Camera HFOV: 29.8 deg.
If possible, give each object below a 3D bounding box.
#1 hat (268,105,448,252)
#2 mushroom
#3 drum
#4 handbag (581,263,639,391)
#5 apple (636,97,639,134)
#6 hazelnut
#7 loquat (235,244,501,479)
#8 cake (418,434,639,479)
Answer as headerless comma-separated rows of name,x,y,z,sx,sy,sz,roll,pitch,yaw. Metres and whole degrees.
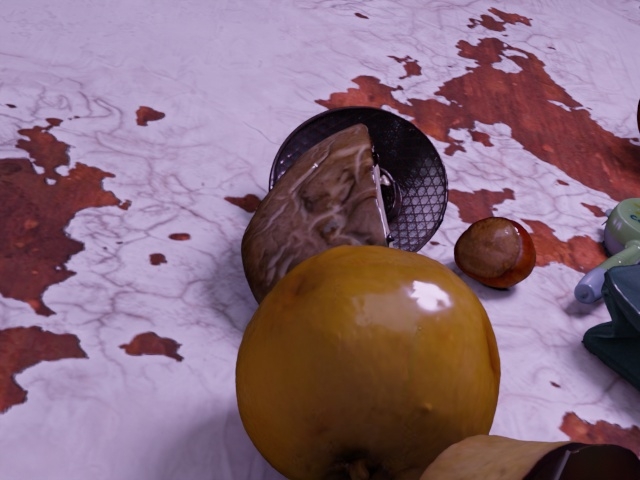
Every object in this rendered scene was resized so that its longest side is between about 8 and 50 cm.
hat,0.040,-0.045,1.309,0.193,0.082,0.193,0,70,0
mushroom,0.000,0.000,1.165,0.151,0.156,0.286,-11,44,5
drum,0.368,0.026,1.351,0.130,0.049,0.253,21,31,12
handbag,0.446,0.110,1.209,0.326,0.089,0.238,-4,35,-31
apple,0.543,-0.167,1.584,0.230,0.230,0.230,11,30,-6
hazelnut,0.188,0.012,1.277,0.086,0.086,0.086,11,30,-6
loquat,0.039,0.105,0.938,0.208,0.208,0.208,11,30,-6
cake,0.112,0.217,0.797,0.178,0.208,0.185,4,18,43
